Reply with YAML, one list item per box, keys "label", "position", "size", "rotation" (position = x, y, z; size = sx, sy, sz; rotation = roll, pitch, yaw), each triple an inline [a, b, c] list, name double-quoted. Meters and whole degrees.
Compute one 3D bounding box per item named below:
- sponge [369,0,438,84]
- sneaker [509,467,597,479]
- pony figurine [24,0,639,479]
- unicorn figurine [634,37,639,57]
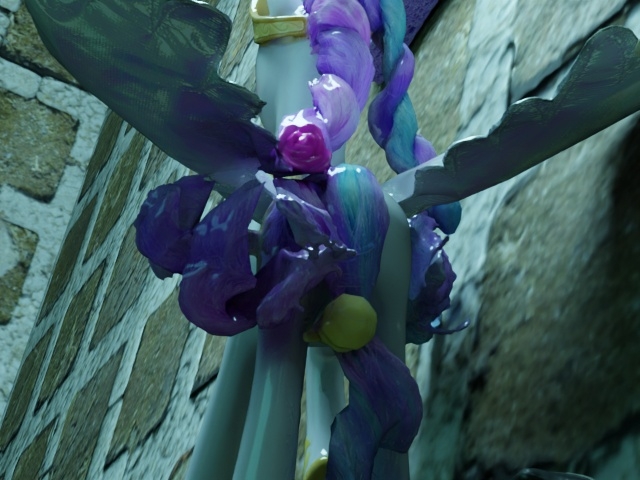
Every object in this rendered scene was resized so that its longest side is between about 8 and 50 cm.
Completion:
- label: "sponge"
  position: [0.083, -0.226, 1.013]
  size: [0.210, 0.031, 0.117]
  rotation: [-54, 21, 34]
- label: "sneaker"
  position: [0.094, 0.131, 0.438]
  size: [0.063, 0.075, 0.170]
  rotation: [-59, 19, 22]
- label: "pony figurine"
  position: [0.000, 0.000, 0.643]
  size: [0.351, 0.303, 0.363]
  rotation: [150, 126, -76]
- label: "unicorn figurine"
  position: [0.127, -0.124, 0.398]
  size: [0.111, 0.060, 0.161]
  rotation: [-45, 42, 50]
